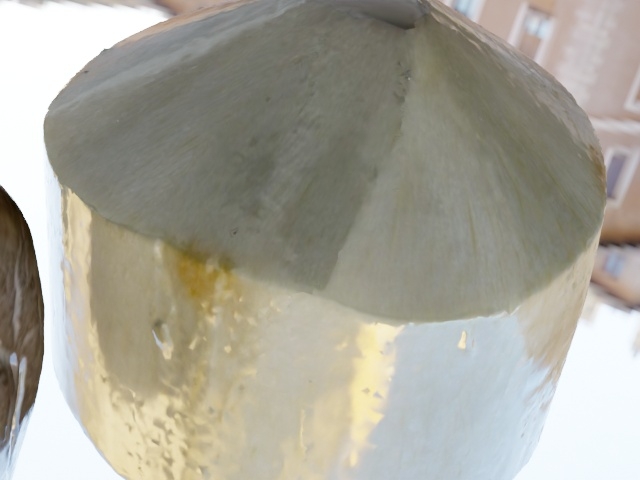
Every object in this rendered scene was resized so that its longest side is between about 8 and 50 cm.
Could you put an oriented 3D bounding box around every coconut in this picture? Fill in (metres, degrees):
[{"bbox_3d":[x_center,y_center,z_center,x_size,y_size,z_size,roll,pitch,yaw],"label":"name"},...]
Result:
[{"bbox_3d":[0.000,0.000,0.914,0.323,0.323,0.323,17,-161,-6],"label":"coconut"}]

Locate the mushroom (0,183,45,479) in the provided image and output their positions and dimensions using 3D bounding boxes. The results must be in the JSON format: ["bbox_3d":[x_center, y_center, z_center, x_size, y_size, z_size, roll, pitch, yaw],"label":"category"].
[{"bbox_3d":[-0.193,0.037,0.776,0.156,0.151,0.285,26,161,23],"label":"mushroom"}]
